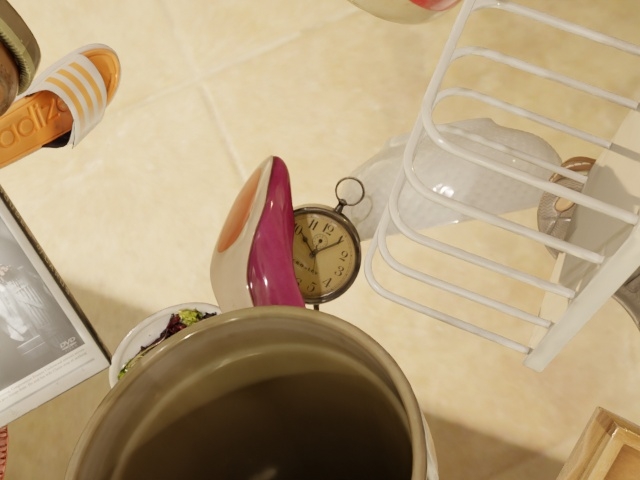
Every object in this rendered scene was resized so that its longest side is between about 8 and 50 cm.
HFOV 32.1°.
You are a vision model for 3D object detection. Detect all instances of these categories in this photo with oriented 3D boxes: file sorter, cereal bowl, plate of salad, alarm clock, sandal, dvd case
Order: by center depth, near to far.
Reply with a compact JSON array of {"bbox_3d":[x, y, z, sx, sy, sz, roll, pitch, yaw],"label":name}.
[{"bbox_3d":[0.151,-0.057,0.827,0.173,0.277,0.192,22,66,4],"label":"file sorter"},{"bbox_3d":[-0.305,0.047,0.890,0.179,0.029,0.238,-29,112,-2],"label":"dvd case"},{"bbox_3d":[-0.347,-0.154,1.433,0.265,0.076,0.102,-41,134,-27],"label":"sandal"},{"bbox_3d":[0.000,0.000,1.461,0.129,0.064,0.192,31,103,-2],"label":"alarm clock"},{"bbox_3d":[-0.204,0.173,1.590,0.200,0.048,0.199,-18,132,-21],"label":"plate of salad"},{"bbox_3d":[0.183,-0.092,1.606,0.339,0.339,0.141,-11,89,-10],"label":"cereal bowl"}]

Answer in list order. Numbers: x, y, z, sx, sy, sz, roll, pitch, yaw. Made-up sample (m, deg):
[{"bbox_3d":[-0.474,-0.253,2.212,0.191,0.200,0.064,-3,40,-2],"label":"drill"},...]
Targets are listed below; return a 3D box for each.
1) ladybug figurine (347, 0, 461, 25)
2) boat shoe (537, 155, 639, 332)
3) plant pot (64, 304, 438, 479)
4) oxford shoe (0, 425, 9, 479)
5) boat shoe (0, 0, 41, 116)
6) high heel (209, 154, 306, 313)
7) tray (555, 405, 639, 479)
[{"bbox_3d":[0.099,-0.437,1.418,0.162,0.449,0.305,-19,85,35],"label":"ladybug figurine"},{"bbox_3d":[0.347,0.032,1.095,0.123,0.116,0.324,-38,106,29],"label":"boat shoe"},{"bbox_3d":[-0.029,0.267,1.013,0.323,0.323,0.280,-36,140,-6],"label":"plant pot"},{"bbox_3d":[-0.388,0.177,1.146,0.098,0.097,0.271,-9,78,10],"label":"oxford shoe"},{"bbox_3d":[-0.255,-0.109,0.421,0.307,0.111,0.104,32,60,-35],"label":"boat shoe"},{"bbox_3d":[-0.042,0.078,1.364,0.181,0.127,0.377,23,61,-23],"label":"high heel"},{"bbox_3d":[0.402,0.339,1.054,0.411,0.076,0.202,26,97,-4],"label":"tray"}]
